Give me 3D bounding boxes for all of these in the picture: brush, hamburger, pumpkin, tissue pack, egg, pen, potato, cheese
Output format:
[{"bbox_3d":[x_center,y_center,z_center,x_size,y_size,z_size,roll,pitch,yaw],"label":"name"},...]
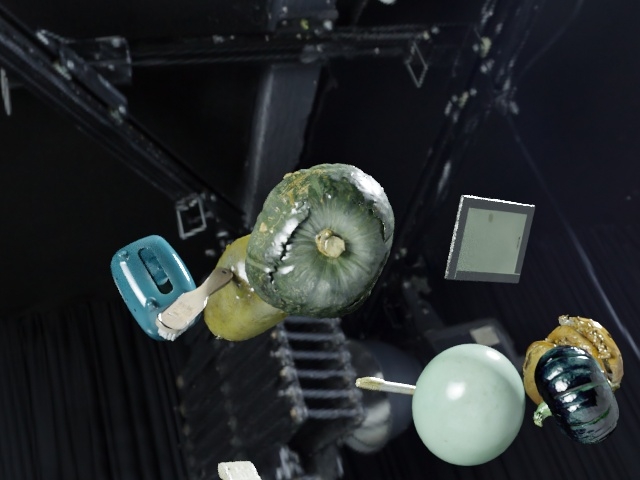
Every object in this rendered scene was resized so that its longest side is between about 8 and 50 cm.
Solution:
[{"bbox_3d":[-0.311,0.157,1.889,0.065,0.070,0.327,-66,-9,30],"label":"brush"},{"bbox_3d":[0.670,0.330,2.000,0.211,0.261,0.245,-20,-1,-25],"label":"hamburger"},{"bbox_3d":[0.000,0.000,1.560,0.291,0.257,0.328,12,-83,-13],"label":"pumpkin"},{"bbox_3d":[-0.471,0.129,2.175,0.198,0.287,0.206,-26,-22,-17],"label":"tissue pack"},{"bbox_3d":[0.370,0.416,1.911,0.276,0.276,0.389,-10,-38,-12],"label":"egg"},{"bbox_3d":[0.209,0.433,2.249,0.233,0.032,0.040,12,-53,-26],"label":"pen"},{"bbox_3d":[0.488,0.292,1.444,0.150,0.194,0.194,-4,-22,32],"label":"pumpkin"},{"bbox_3d":[-0.197,0.130,2.129,0.219,0.270,0.359,12,-40,-45],"label":"potato"},{"bbox_3d":[-0.096,0.542,1.408,0.085,0.400,0.034,11,-72,-29],"label":"cheese"}]

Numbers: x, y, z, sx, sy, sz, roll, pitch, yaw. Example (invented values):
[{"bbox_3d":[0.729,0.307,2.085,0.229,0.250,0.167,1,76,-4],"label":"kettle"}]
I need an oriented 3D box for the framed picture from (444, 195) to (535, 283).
[{"bbox_3d":[0.537,0.003,2.381,0.347,0.016,0.265,4,-81,-36],"label":"framed picture"}]
